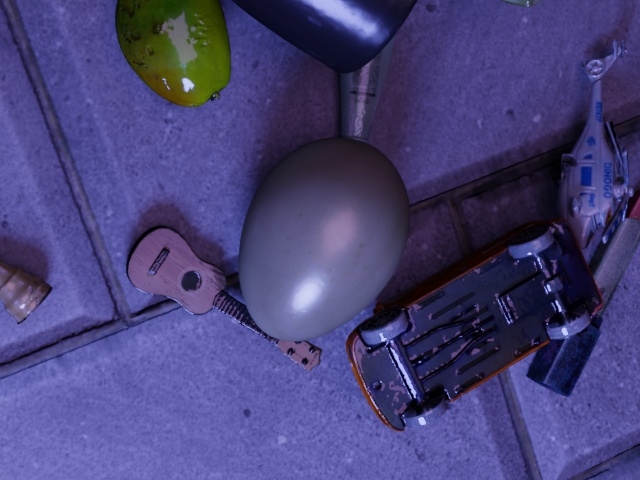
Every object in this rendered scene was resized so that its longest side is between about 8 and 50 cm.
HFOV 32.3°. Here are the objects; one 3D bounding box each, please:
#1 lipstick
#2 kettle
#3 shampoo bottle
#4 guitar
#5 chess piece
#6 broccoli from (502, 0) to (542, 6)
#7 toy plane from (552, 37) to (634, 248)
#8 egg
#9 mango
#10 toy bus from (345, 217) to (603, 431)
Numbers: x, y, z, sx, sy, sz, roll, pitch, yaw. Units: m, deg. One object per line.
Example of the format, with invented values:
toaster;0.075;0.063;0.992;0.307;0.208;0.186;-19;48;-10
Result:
lipstick;0.378;0.061;1.503;0.051;0.051;0.312;30;84;-17
kettle;-0.044;-0.356;1.235;0.290;0.268;0.207;26;121;-20
shampoo bottle;0.051;-0.191;1.376;0.069;0.041;0.190;6;93;-17
guitar;-0.112;0.079;1.349;0.271;0.038;0.084;34;85;-15
chess piece;-0.387;0.019;1.250;0.172;0.060;0.060;43;82;-14
broccoli;0.179;-0.333;1.334;0.204;0.122;0.118;35;76;27
toy plane;0.353;-0.127;1.439;0.107;0.182;0.273;0;95;14
egg;0.000;0.000;1.300;0.189;0.188;0.253;31;88;-18
mango;-0.176;-0.264;1.262;0.125;0.111;0.232;-21;98;-18
toy bus;0.180;0.100;1.388;0.329;0.153;0.143;-30;102;-15
